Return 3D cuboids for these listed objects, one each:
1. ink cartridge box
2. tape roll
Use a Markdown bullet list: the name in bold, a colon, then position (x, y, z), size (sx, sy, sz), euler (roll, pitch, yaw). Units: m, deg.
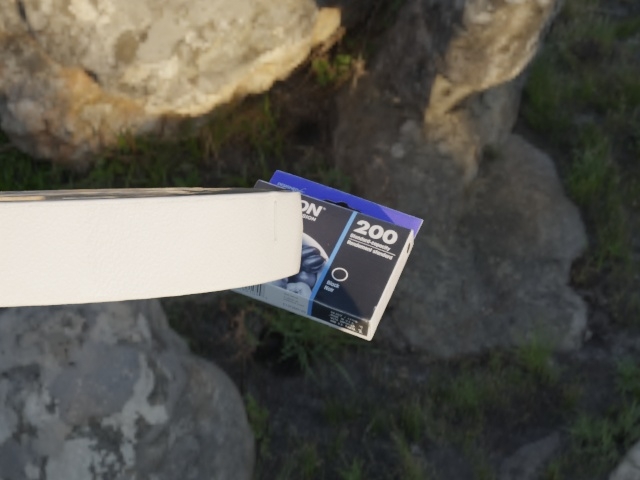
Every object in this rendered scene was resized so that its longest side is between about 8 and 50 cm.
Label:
- **ink cartridge box**: position (0.000, 0.000, 1.325), size (0.206, 0.045, 0.208), euler (19, 49, 10)
- **tape roll**: position (-0.211, -0.004, 0.888), size (0.392, 0.072, 0.392), euler (-1, 4, 0)
